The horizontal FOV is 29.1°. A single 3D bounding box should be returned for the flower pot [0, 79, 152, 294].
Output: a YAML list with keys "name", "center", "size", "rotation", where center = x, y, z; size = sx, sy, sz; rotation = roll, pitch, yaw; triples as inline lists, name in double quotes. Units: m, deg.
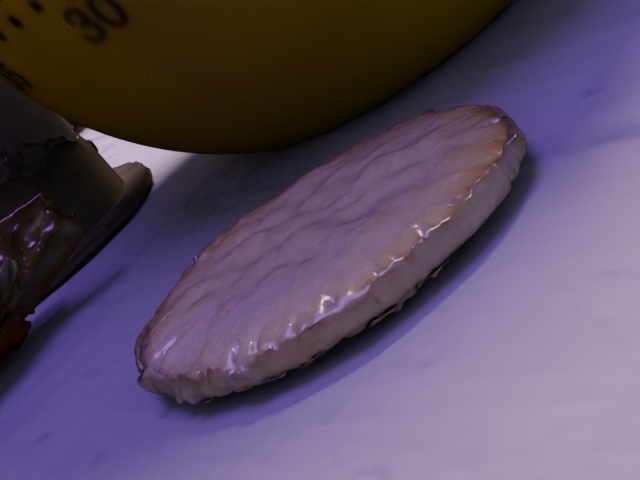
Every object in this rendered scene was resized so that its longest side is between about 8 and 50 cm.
- name: "flower pot"
  center: [-0.228, -0.053, 0.672]
  size: [0.212, 0.203, 0.212]
  rotation: [-27, 20, 11]

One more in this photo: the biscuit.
- name: "biscuit"
  center: [0.000, 0.000, 0.407]
  size: [0.152, 0.020, 0.152]
  rotation: [-31, 19, 11]

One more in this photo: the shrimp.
- name: "shrimp"
  center: [-0.179, 0.062, 0.519]
  size: [0.217, 0.051, 0.115]
  rotation: [-43, 24, -21]

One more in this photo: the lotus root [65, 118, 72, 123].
- name: "lotus root"
  center: [-0.295, -0.137, 1.071]
  size: [0.291, 0.193, 0.193]
  rotation: [-39, 18, -9]

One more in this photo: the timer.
- name: "timer"
  center: [-0.071, -0.240, 0.560]
  size: [0.376, 0.387, 0.376]
  rotation: [-34, 18, 12]
